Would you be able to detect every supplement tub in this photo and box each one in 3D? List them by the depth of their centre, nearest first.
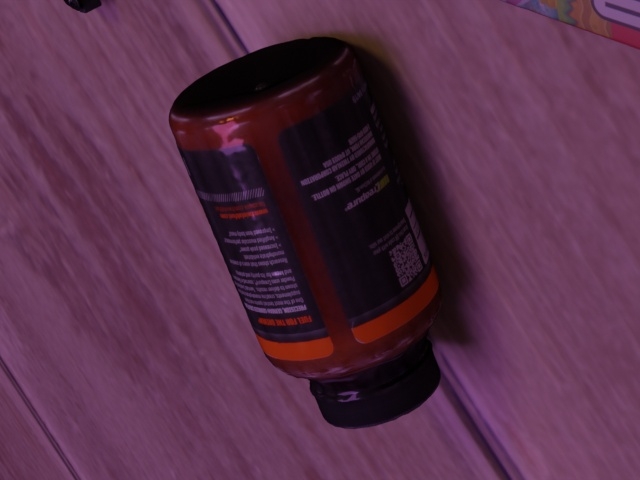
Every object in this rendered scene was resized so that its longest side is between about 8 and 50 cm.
[{"bbox_3d":[0.000,0.000,0.937,0.106,0.106,0.198,6,123,51],"label":"supplement tub"}]

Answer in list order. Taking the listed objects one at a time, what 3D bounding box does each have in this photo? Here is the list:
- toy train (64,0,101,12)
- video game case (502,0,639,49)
[{"bbox_3d":[-0.166,-0.209,1.046,0.036,0.027,0.158,22,136,57],"label":"toy train"},{"bbox_3d":[0.080,-0.189,0.731,0.285,0.025,0.204,27,139,39],"label":"video game case"}]
